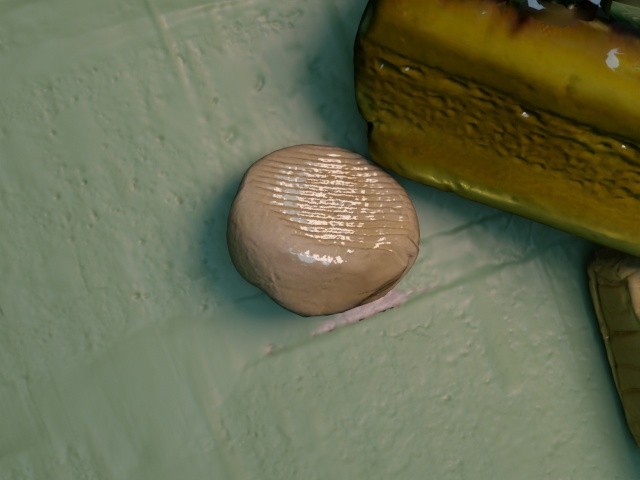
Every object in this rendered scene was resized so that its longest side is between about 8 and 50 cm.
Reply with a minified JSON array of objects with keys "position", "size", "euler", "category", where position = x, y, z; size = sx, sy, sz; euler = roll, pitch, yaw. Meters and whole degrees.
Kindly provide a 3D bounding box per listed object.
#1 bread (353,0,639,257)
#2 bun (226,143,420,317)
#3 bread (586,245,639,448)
[{"position":[0.212,-0.133,0.783],"size":[0.376,0.251,0.208],"euler":[19,51,16],"category":"bread"},{"position":[0.000,0.000,0.860],"size":[0.173,0.113,0.166],"euler":[26,48,5],"category":"bun"},{"position":[0.340,0.105,0.883],"size":[0.106,0.140,0.236],"euler":[-17,94,-8],"category":"bread"}]
